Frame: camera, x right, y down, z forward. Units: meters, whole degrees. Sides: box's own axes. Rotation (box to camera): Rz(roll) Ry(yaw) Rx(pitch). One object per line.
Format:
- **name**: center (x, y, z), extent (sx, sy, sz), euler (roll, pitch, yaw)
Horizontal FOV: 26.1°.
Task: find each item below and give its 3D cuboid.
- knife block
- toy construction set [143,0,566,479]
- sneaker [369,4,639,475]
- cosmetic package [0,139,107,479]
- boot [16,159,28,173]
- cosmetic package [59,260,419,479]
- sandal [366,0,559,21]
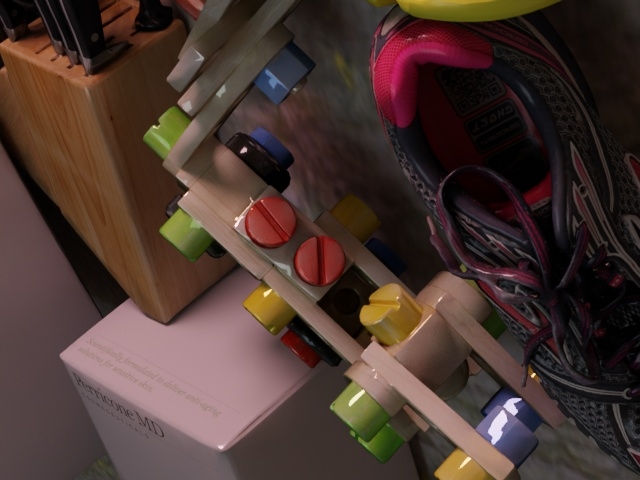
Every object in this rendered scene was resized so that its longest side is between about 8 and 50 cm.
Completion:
- **knife block**: center (-0.131, -0.098, 0.915), extent (0.275, 0.088, 0.242), euler (51, 152, -2)
- **toy construction set**: center (0.000, 0.000, 0.797), extent (0.327, 0.151, 0.215), euler (58, 174, -1)
- **sneaker**: center (0.118, 0.014, 0.652), extent (0.121, 0.112, 0.299), euler (-38, 96, 19)
- **cosmetic package**: center (-0.415, 0.052, 1.141), extent (0.394, 0.329, 0.327), euler (33, 154, 45)
- **boot**: center (-0.234, -0.096, 1.104), extent (0.087, 0.042, 0.118), euler (31, 146, 31)
- **cosmetic package**: center (-0.033, 0.204, 1.076), extent (0.197, 0.155, 0.365), euler (21, 142, 43)
- **sandal**: center (-0.008, -0.190, 0.638), extent (0.317, 0.126, 0.138), euler (14, 122, 40)
